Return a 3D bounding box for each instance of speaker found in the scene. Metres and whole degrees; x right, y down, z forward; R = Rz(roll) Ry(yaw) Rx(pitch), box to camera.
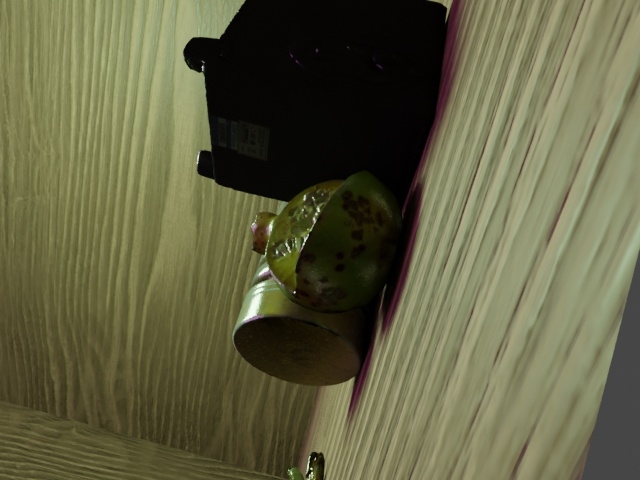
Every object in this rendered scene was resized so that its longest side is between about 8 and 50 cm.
[{"bbox_3d":[0.001,-0.179,0.643,0.184,0.253,0.232,99,-174,-50],"label":"speaker"}]

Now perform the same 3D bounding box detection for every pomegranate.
[{"bbox_3d":[0.011,0.007,0.544,0.169,0.122,0.143,-19,42,50],"label":"pomegranate"}]

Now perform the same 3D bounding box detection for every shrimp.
[{"bbox_3d":[-0.025,0.375,0.791,0.195,0.035,0.148,142,140,-82],"label":"shrimp"}]

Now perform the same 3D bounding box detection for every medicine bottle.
[{"bbox_3d":[0.006,0.011,0.715,0.151,0.151,0.323,101,-176,-50],"label":"medicine bottle"}]

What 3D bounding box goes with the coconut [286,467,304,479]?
[{"bbox_3d":[-0.054,0.500,1.004,0.133,0.055,0.158,22,-97,-86],"label":"coconut"}]
